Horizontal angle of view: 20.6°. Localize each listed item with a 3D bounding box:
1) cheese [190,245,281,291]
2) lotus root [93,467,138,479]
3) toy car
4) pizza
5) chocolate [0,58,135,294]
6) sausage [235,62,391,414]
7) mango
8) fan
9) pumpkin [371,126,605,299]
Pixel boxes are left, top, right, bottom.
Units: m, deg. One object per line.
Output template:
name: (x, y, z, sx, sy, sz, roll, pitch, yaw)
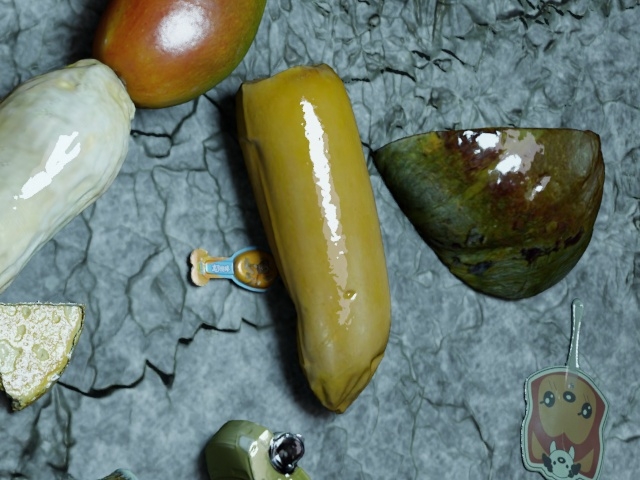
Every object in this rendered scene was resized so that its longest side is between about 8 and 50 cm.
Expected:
cheese: (-0.084, 0.028, 1.783, 0.111, 0.017, 0.047, 2, 77, -34)
lotus root: (-0.220, 0.364, 1.527, 0.175, 0.175, 0.349, 42, 63, -21)
toy car: (-0.031, 0.296, 1.714, 0.124, 0.101, 0.256, -47, 109, -29)
pizza: (-0.277, 0.086, 1.630, 0.108, 0.026, 0.123, 40, 63, -19)
chocolate: (-0.282, -0.043, 1.594, 0.134, 0.134, 0.309, 48, 60, -18)
sausage: (0.005, -0.001, 1.792, 0.134, 0.116, 0.354, -22, 98, -71)
mango: (-0.123, -0.247, 1.748, 0.146, 0.129, 0.289, 38, 53, -21)
fan: (0.284, 0.171, 2.016, 0.132, 0.009, 0.220, 20, 70, -31)
pumpkin: (0.222, -0.032, 1.933, 0.312, 0.148, 0.169, 1, 76, -31)
